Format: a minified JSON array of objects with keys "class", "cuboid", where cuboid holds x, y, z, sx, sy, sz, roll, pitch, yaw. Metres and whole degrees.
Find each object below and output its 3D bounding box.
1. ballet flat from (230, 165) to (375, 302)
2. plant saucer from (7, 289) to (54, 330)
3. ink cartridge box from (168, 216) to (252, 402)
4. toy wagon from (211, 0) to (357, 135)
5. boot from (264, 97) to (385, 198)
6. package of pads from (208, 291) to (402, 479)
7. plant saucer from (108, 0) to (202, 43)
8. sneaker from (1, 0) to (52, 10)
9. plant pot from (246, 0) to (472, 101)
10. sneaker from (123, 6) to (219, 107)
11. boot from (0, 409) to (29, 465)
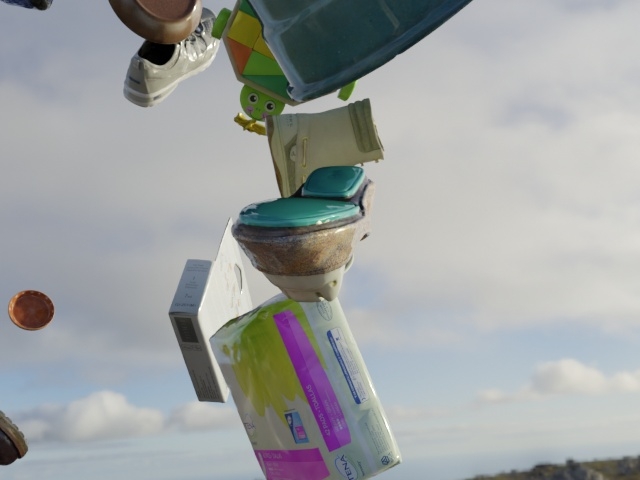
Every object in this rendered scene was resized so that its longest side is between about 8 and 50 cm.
[{"class":"ballet flat","cuboid":[0.000,0.000,0.801,0.108,0.106,0.316,4,14,16]},{"class":"plant saucer","cuboid":[-0.540,0.131,1.543,0.084,0.083,0.013,3,-32,-28]},{"class":"ink cartridge box","cuboid":[-0.199,0.130,1.550,0.060,0.238,0.275,2,-44,9]},{"class":"toy wagon","cuboid":[-0.052,-0.339,1.434,0.267,0.344,0.068,25,12,-7]},{"class":"boot","cuboid":[0.016,-0.110,1.227,0.165,0.077,0.213,-12,-46,1]},{"class":"package of pads","cuboid":[-0.035,0.184,1.025,0.101,0.229,0.296,-21,-6,-24]},{"class":"plant saucer","cuboid":[-0.296,-0.461,1.513,0.199,0.198,0.036,6,-13,-36]},{"class":"sneaker","cuboid":[-0.295,-0.411,1.034,0.147,0.330,0.129,27,-15,13]},{"class":"plant pot","cuboid":[0.004,-0.393,0.932,0.341,0.341,0.334,-19,-63,44]},{"class":"sneaker","cuboid":[-0.274,-0.375,1.599,0.105,0.281,0.115,27,-37,4]},{"class":"boot","cuboid":[-0.451,0.223,0.828,0.248,0.206,0.090,32,-35,-8]}]
